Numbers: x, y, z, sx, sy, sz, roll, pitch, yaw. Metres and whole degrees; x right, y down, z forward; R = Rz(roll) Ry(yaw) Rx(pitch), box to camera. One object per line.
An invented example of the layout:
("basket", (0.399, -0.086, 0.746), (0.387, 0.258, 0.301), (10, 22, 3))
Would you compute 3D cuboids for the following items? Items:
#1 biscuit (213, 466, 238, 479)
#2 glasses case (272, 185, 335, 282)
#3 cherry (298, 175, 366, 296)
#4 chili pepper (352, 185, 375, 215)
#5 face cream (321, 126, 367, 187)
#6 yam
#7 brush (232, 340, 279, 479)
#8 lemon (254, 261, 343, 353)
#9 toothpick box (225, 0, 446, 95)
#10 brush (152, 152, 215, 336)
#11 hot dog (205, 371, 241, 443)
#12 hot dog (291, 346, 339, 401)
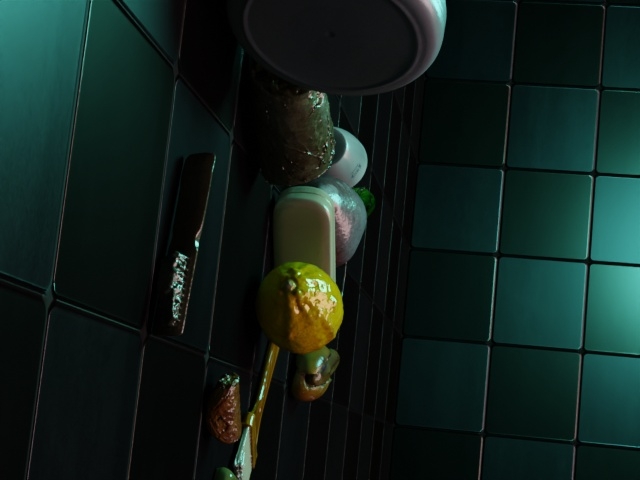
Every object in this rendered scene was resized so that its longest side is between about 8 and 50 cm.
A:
("biscuit", (-0.124, 0.411, 1.461), (0.099, 0.038, 0.322), (77, 20, -53))
("glasses case", (-0.022, 0.022, 1.765), (0.050, 0.083, 0.196), (-68, 162, -59))
("cherry", (0.002, -0.002, 1.818), (0.148, 0.115, 0.188), (122, -16, -67))
("chili pepper", (0.068, -0.057, 2.384), (0.182, 0.050, 0.073), (-56, 155, -68))
("face cream", (0.020, -0.122, 1.935), (0.095, 0.091, 0.091), (47, 48, -68))
("yam", (-0.035, -0.148, 1.567), (0.183, 0.107, 0.107), (80, 17, -47))
("brush", (-0.077, 0.202, 1.723), (0.314, 0.017, 0.090), (-76, 169, -48))
("lemon", (-0.028, 0.085, 1.666), (0.155, 0.114, 0.114), (56, 38, -66))
("toothpick box", (0.032, -0.370, 1.460), (0.263, 0.263, 0.355), (79, 20, -58))
("brush", (-0.133, -0.002, 1.237), (0.027, 0.034, 0.190), (47, 47, -55))
("hot dog", (-0.107, 0.188, 1.460), (0.058, 0.035, 0.083), (-68, 161, -60))
("hot dog", (-0.007, 0.202, 2.011), (0.140, 0.060, 0.090), (-3, 101, -84))
